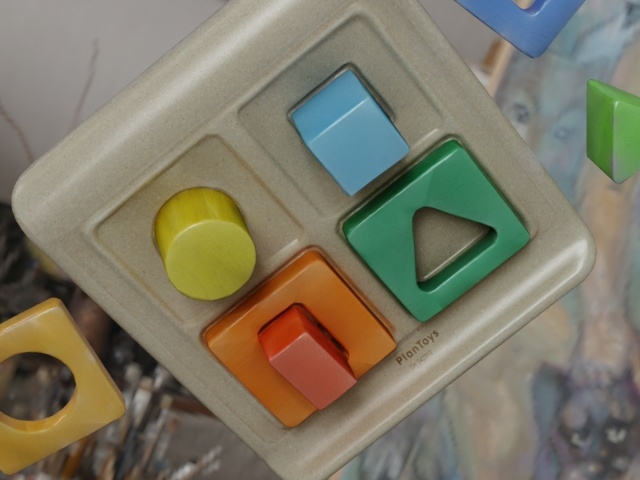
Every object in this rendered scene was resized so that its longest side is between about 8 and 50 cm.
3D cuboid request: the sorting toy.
[{"bbox_3d":[0.000,0.000,0.590,0.196,0.347,0.047,48,7,-25],"label":"sorting toy"}]
